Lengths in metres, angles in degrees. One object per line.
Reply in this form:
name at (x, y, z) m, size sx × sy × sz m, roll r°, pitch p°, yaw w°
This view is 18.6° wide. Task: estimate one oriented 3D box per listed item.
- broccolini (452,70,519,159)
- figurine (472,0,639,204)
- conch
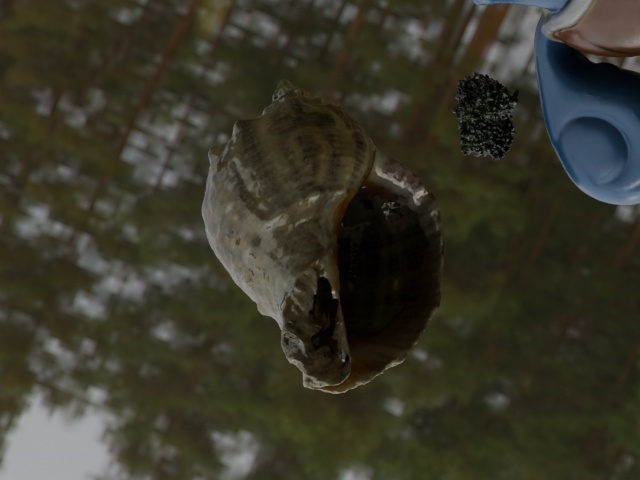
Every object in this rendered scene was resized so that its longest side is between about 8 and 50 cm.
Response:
broccolini at (0.145, -0.115, 1.768) m, size 0.058 × 0.074 × 0.201 m, roll 9°, pitch -174°, yaw 0°
figurine at (0.249, -0.227, 1.439) m, size 0.243 × 0.416 × 0.298 m, roll 44°, pitch -144°, yaw 15°
conch at (-0.012, -0.001, 1.752) m, size 0.159 × 0.291 × 0.210 m, roll -12°, pitch 160°, yaw 41°
